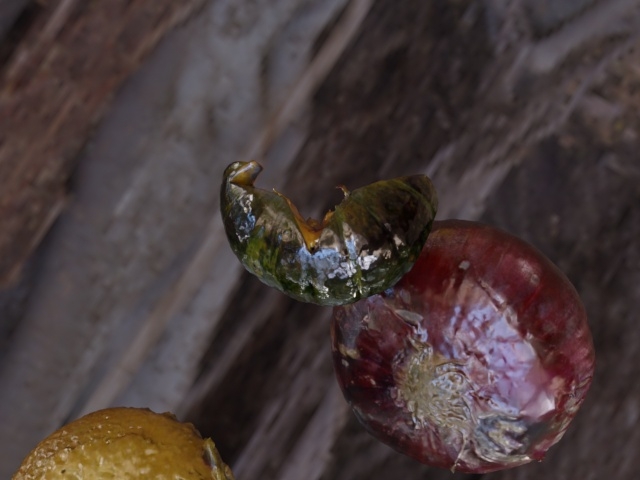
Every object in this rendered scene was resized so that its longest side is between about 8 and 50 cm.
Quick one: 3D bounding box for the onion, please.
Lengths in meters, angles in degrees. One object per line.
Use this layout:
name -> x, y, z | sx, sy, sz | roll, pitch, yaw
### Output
onion -> 0.128, 0.093, 1.704 | 0.246, 0.246, 0.190 | 30, -151, 18

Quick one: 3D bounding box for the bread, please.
bread -> -0.170, 0.263, 1.651 | 0.240, 0.240, 0.139 | 30, 178, 15

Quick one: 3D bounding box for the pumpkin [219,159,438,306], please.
pumpkin -> 0.000, 0.000, 1.566 | 0.183, 0.108, 0.119 | 3, 156, 15
